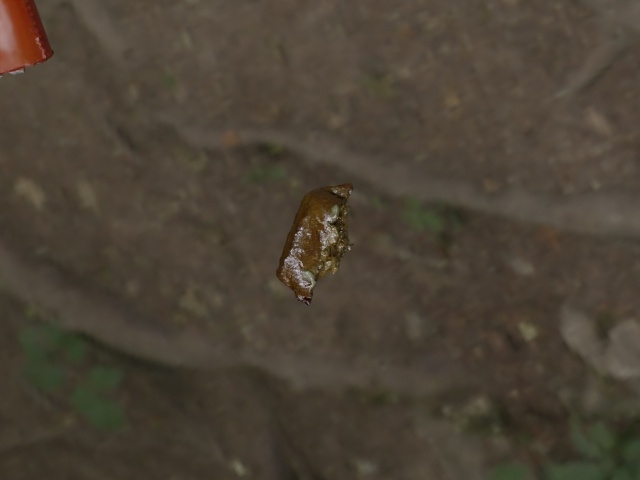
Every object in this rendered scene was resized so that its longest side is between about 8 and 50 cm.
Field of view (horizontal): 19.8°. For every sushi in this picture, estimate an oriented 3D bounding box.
[{"bbox_3d":[0.000,0.000,1.681,0.061,0.060,0.118,-100,29,-84],"label":"sushi"}]

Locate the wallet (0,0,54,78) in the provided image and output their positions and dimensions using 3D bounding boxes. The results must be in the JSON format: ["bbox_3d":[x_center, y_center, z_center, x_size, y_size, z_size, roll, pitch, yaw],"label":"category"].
[{"bbox_3d":[-0.308,-0.218,1.440,0.045,0.142,0.204,-94,-10,-58],"label":"wallet"}]
